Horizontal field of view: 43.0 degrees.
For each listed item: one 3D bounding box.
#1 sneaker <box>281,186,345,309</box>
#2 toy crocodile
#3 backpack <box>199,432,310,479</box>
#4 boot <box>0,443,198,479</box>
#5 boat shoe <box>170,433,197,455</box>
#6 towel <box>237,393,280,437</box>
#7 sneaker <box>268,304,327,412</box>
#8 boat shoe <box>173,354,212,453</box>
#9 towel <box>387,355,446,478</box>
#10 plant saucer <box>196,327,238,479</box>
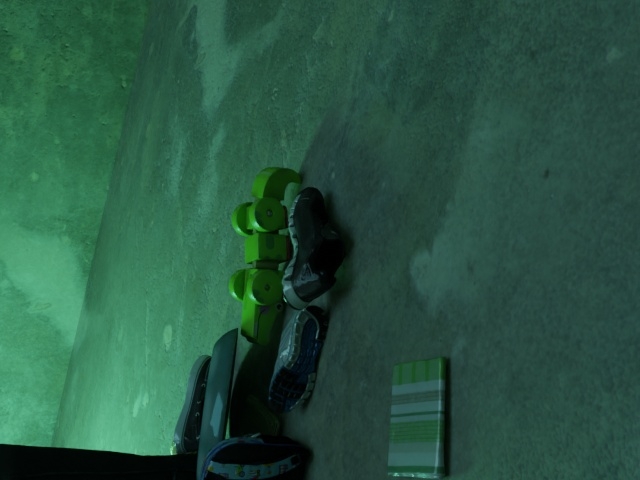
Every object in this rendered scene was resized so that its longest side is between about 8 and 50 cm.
[{"bbox_3d":[0.000,0.000,1.354,0.106,0.078,0.234,-25,45,35],"label":"sneaker"},{"bbox_3d":[-0.102,0.026,1.528,0.115,0.105,0.341,-12,74,61],"label":"toy crocodile"},{"bbox_3d":[-0.122,0.392,1.323,0.117,0.173,0.158,9,88,63],"label":"backpack"},{"bbox_3d":[-0.379,0.516,1.474,0.367,0.445,0.146,46,121,59],"label":"boot"},{"bbox_3d":[-0.290,0.483,1.752,0.059,0.063,0.170,23,110,60],"label":"boat shoe"},{"bbox_3d":[-0.113,0.354,1.484,0.148,0.027,0.110,24,102,62],"label":"towel"},{"bbox_3d":[-0.043,0.197,1.378,0.191,0.071,0.083,-70,20,-1],"label":"sneaker"},{"bbox_3d":[-0.238,0.335,1.684,0.229,0.076,0.080,-76,-25,-47],"label":"boat shoe"},{"bbox_3d":[0.130,0.233,1.065,0.113,0.023,0.152,-22,59,57],"label":"towel"},{"bbox_3d":[-0.192,0.318,1.505,0.317,0.043,0.318,-173,90,-85],"label":"plant saucer"}]
